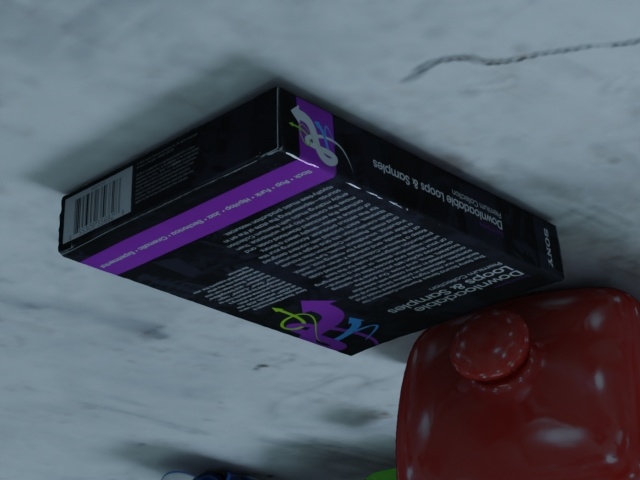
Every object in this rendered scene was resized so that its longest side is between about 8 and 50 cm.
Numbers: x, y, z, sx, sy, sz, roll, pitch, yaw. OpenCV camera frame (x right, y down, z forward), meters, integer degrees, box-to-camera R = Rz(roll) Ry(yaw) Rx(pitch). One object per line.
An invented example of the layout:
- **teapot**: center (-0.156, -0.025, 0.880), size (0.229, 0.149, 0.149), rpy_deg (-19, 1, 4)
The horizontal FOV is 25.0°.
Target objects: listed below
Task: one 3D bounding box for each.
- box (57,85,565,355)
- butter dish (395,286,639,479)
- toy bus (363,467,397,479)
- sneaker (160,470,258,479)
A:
- **box**: center (0.000, 0.000, 0.550), size (0.116, 0.029, 0.162), rpy_deg (-23, 147, 37)
- **butter dish**: center (0.090, 0.077, 0.618), size (0.160, 0.160, 0.118), rpy_deg (-14, 130, 22)
- **toy bus**: center (0.072, 0.203, 0.858), size (0.191, 0.104, 0.202), rpy_deg (4, 144, -48)
- **sneaker**: center (-0.049, 0.169, 0.881), size (0.053, 0.059, 0.144), rpy_deg (-36, 154, 16)
